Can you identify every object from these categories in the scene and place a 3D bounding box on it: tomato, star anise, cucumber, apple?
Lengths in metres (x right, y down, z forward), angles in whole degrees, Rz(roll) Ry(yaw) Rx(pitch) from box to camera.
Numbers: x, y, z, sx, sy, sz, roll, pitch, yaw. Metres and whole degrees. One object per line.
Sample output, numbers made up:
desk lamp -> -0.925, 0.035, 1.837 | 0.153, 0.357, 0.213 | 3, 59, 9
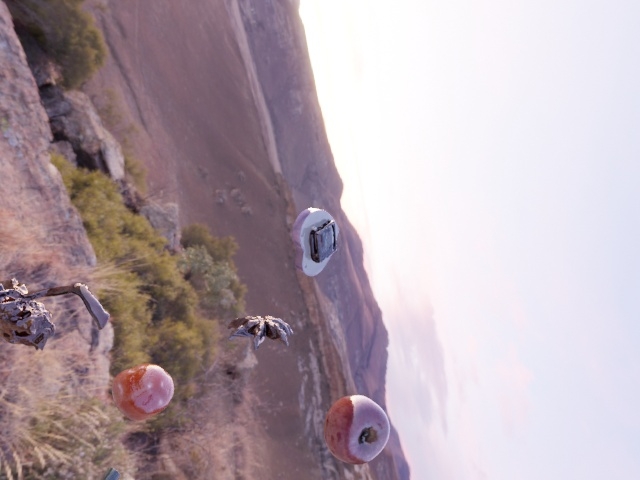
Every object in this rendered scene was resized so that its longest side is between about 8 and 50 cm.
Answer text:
tomato -> -0.686, 0.594, 1.707 | 0.232, 0.232, 0.188 | 79, -7, -49
star anise -> -0.657, 0.167, 1.011 | 0.237, 0.347, 0.148 | 85, 12, -46
cucumber -> -0.664, 0.757, 1.341 | 0.105, 0.048, 0.048 | -60, 150, -42
apple -> 0.079, 0.438, 1.024 | 0.120, 0.153, 0.153 | -166, -116, -67
star anise -> -0.116, 0.172, 0.853 | 0.141, 0.141, 0.042 | -95, -171, -86

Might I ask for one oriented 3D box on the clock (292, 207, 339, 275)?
clock -> 0.000, 0.000, 1.253 | 0.172, 0.064, 0.198 | -31, 128, -41
